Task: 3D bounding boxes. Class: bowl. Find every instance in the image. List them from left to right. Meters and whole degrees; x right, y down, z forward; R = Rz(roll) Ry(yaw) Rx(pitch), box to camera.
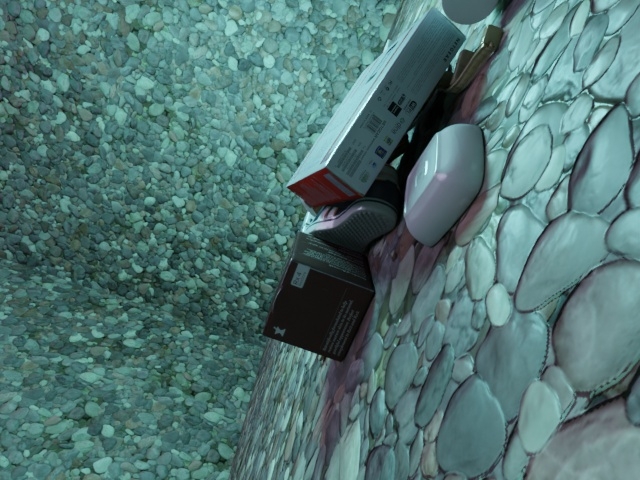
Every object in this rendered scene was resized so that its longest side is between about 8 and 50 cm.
[{"bbox_3d":[0.157,-0.079,0.578,0.142,0.053,0.142,119,170,-50],"label":"bowl"}]

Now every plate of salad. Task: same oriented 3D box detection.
[{"bbox_3d":[0.189,-0.290,0.902,0.200,0.048,0.200,-54,14,20],"label":"plate of salad"}]

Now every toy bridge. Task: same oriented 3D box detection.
[{"bbox_3d":[0.231,-0.276,0.700,0.188,0.026,0.063,-178,107,-84],"label":"toy bridge"}]

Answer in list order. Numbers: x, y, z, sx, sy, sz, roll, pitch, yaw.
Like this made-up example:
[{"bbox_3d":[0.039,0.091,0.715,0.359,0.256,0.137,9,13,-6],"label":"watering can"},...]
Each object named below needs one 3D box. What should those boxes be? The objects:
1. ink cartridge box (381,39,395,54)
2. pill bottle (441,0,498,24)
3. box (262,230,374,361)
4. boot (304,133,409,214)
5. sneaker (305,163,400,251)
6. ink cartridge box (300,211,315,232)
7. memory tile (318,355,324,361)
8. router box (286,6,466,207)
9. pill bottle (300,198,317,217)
[{"bbox_3d":[0.168,-0.351,1.139,0.201,0.117,0.278,-76,8,-48],"label":"ink cartridge box"},{"bbox_3d":[0.247,-0.437,0.691,0.112,0.112,0.186,119,169,-59],"label":"pill bottle"},{"bbox_3d":[-0.004,0.106,0.893,0.203,0.167,0.168,-87,18,-72],"label":"box"},{"bbox_3d":[0.104,-0.139,1.027,0.305,0.115,0.112,-35,12,35],"label":"boot"},{"bbox_3d":[0.073,-0.060,0.940,0.321,0.126,0.127,-27,43,60],"label":"sneaker"},{"bbox_3d":[0.000,0.000,1.401,0.082,0.140,0.190,120,169,-50],"label":"ink cartridge box"},{"bbox_3d":[0.019,0.222,1.064,0.148,0.012,0.113,-93,24,-79],"label":"memory tile"},{"bbox_3d":[0.085,-0.230,0.832,0.335,0.082,0.301,-57,14,-8],"label":"router box"},{"bbox_3d":[0.040,-0.172,1.268,0.323,0.181,0.181,-65,-2,-65],"label":"pill bottle"}]
